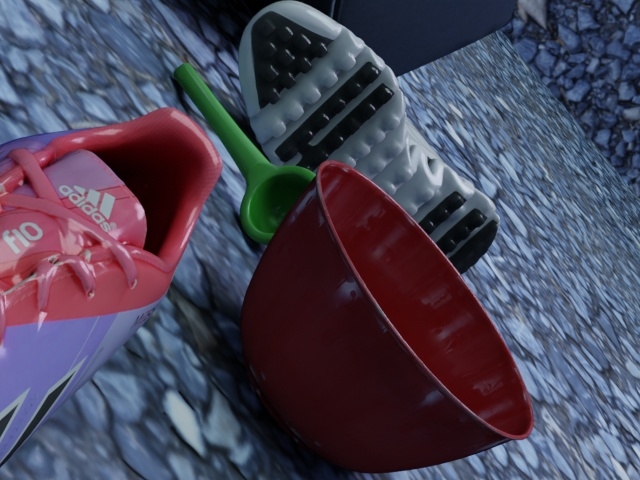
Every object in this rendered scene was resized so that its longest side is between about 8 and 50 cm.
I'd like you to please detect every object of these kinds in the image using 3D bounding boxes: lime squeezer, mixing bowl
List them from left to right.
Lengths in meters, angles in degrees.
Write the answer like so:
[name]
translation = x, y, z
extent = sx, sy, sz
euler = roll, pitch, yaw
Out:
[lime squeezer]
translation = 0.000, 0.000, 0.933
extent = 0.310, 0.059, 0.110
euler = 52, 17, 4
[mixing bowl]
translation = 0.022, 0.058, 0.793
extent = 0.181, 0.098, 0.181
euler = 45, 18, -19

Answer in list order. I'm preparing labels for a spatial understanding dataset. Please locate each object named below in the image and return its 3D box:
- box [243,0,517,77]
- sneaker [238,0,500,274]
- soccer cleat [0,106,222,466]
[box]
translation = -0.001, -0.366, 1.214
extent = 0.395, 0.212, 0.293
euler = 59, -18, 19
[sneaker]
translation = 0.022, -0.079, 1.098
extent = 0.292, 0.110, 0.118
euler = 48, 7, -43
[soccer cleat]
translation = -0.116, 0.021, 0.463
extent = 0.108, 0.116, 0.318
euler = 51, 16, -4
